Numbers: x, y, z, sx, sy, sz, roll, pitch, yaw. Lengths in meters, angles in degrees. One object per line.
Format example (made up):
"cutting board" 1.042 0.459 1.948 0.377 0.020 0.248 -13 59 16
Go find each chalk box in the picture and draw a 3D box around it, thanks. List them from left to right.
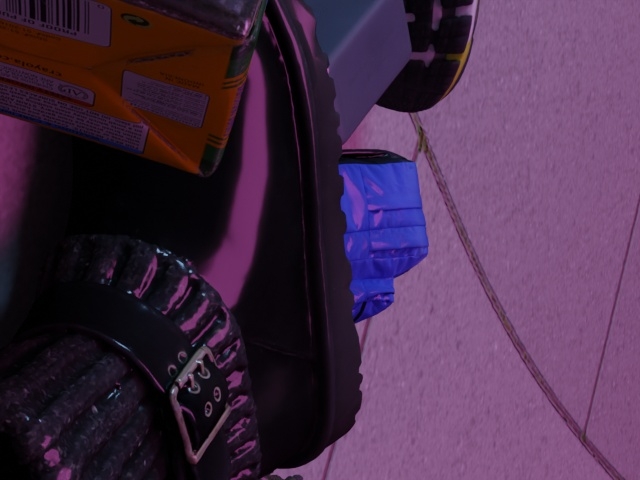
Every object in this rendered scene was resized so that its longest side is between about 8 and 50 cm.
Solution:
"chalk box" -0.081 -0.204 0.778 0.179 0.180 0.289 120 -13 -72

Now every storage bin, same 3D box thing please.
"storage bin" -0.009 -0.101 1.102 0.135 0.091 0.098 -52 140 -44

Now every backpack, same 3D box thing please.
"backpack" 0.000 0.000 1.075 0.120 0.098 0.101 -14 95 -47

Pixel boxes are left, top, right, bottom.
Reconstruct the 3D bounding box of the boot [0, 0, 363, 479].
"boot" -0.104 0.012 0.898 0.260 0.131 0.348 -32 114 -46

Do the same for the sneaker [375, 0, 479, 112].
"sneaker" 0.067 -0.231 1.210 0.121 0.111 0.300 -26 121 -64

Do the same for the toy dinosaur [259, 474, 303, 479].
"toy dinosaur" -0.041 0.085 1.115 0.118 0.064 0.268 60 43 -29
